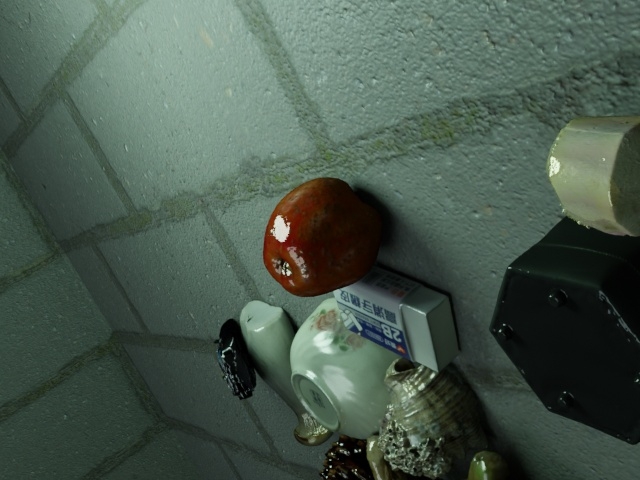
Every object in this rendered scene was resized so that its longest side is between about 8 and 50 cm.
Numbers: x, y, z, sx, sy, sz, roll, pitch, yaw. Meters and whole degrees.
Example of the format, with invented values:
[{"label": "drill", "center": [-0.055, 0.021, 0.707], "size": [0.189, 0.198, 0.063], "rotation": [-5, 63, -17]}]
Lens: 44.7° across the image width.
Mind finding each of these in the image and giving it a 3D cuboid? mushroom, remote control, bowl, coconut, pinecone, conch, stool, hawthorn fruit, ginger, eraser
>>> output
[{"label": "mushroom", "center": [-0.067, 0.286, 1.685], "size": [0.329, 0.122, 0.159], "rotation": [62, -172, -10]}, {"label": "remote control", "center": [-0.188, 0.261, 1.722], "size": [0.399, 0.062, 0.145], "rotation": [179, 68, -84]}, {"label": "bowl", "center": [0.041, 0.255, 1.432], "size": [0.277, 0.145, 0.277], "rotation": [39, 150, 28]}, {"label": "coconut", "center": [0.287, -0.061, 0.732], "size": [0.122, 0.116, 0.116], "rotation": [17, 134, 57]}, {"label": "pinecone", "center": [0.094, 0.479, 1.515], "size": [0.221, 0.221, 0.222], "rotation": [38, 148, 30]}, {"label": "conch", "center": [0.175, 0.297, 1.277], "size": [0.163, 0.178, 0.246], "rotation": [-86, -20, -70]}, {"label": "stool", "center": [0.304, 0.092, 0.835], "size": [0.232, 0.141, 0.232], "rotation": [38, 147, 30]}, {"label": "hawthorn fruit", "center": [0.000, 0.000, 1.185], "size": [0.189, 0.189, 0.189], "rotation": [38, 148, 30]}, {"label": "ginger", "center": [0.189, 0.489, 1.391], "size": [0.080, 0.166, 0.333], "rotation": [-23, 127, 31]}, {"label": "eraser", "center": [0.116, 0.114, 1.237], "size": [0.210, 0.068, 0.125], "rotation": [22, 137, 45]}]

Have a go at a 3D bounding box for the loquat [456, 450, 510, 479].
[{"label": "loquat", "center": [0.248, 0.493, 1.177], "size": [0.328, 0.328, 0.360], "rotation": [12, 106, 53]}]
